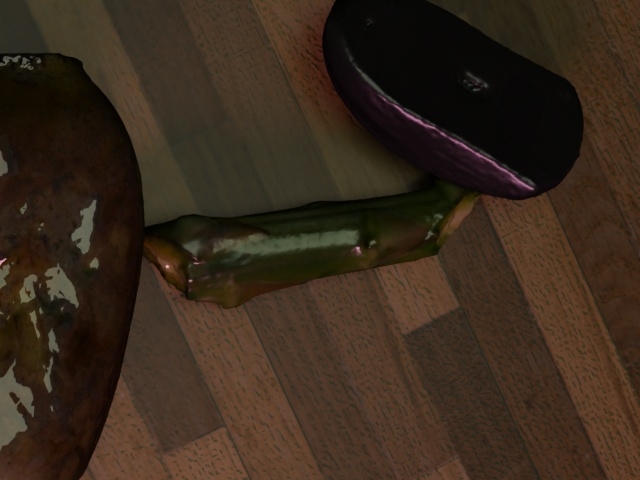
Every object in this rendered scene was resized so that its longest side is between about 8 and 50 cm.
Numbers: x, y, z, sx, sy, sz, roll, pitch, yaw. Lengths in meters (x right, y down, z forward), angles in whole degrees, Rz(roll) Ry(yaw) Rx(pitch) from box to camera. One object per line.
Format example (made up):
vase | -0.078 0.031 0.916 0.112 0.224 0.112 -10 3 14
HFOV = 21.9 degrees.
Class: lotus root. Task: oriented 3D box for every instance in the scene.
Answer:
lotus root | -0.267 0.017 1.344 0.250 0.250 0.346 8 91 -13

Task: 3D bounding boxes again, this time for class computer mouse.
computer mouse | 0.111 -0.129 1.510 0.269 0.086 0.138 28 61 -13

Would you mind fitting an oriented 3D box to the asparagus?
asparagus | 0.000 -0.001 1.493 0.343 0.082 0.085 -6 54 -14
